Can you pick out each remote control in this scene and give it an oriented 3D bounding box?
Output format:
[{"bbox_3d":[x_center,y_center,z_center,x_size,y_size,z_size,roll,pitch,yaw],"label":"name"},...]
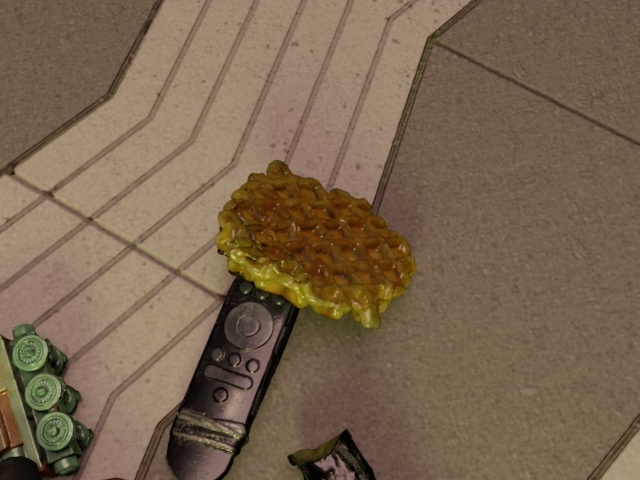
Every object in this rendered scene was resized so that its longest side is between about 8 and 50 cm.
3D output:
[{"bbox_3d":[-0.095,0.153,0.973,0.090,0.066,0.266,14,67,18],"label":"remote control"}]

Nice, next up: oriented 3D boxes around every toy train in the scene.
[{"bbox_3d":[-0.325,0.183,0.933,0.118,0.074,0.176,-22,71,-4],"label":"toy train"}]

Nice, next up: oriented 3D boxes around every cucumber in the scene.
[{"bbox_3d":[0.064,0.341,0.876,0.081,0.072,0.303,-26,68,-5],"label":"cucumber"}]

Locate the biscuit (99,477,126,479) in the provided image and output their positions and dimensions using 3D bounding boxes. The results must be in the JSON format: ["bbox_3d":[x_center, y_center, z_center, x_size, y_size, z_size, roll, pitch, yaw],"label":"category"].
[{"bbox_3d":[-0.262,0.296,0.906,0.147,0.018,0.071,-12,67,-11],"label":"biscuit"}]

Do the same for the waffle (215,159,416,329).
[{"bbox_3d":[0.000,0.000,1.007,0.237,0.059,0.243,27,36,2],"label":"waffle"}]

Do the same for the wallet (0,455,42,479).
[{"bbox_3d":[-0.296,0.410,0.745,0.228,0.062,0.406,-27,57,-9],"label":"wallet"}]
